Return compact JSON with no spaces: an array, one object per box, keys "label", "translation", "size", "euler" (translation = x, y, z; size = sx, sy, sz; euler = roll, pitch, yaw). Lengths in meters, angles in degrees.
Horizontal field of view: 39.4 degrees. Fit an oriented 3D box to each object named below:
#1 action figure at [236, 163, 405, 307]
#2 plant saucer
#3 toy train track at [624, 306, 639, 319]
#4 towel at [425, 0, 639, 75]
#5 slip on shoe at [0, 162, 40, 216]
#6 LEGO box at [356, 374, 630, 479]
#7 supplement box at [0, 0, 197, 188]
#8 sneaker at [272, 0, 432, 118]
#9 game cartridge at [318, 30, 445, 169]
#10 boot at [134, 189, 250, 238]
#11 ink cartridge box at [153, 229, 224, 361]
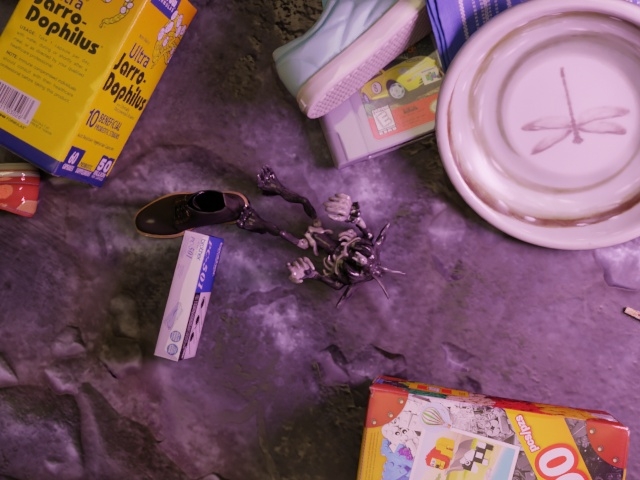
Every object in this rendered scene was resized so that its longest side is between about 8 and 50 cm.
[{"label":"action figure","translation":[0.000,0.000,1.423],"size":[0.276,0.141,0.164],"euler":[30,90,12]},{"label":"plant saucer","translation":[0.377,-0.181,1.345],"size":[0.401,0.100,0.400],"euler":[9,121,16]},{"label":"toy train track","translation":[0.519,0.125,1.402],"size":[0.083,0.014,0.048],"euler":[25,98,15]},{"label":"towel","translation":[0.324,-0.358,1.318],"size":[0.336,0.243,0.040],"euler":[-21,44,2]},{"label":"slip on shoe","translation":[-0.643,-0.068,1.536],"size":[0.331,0.123,0.101],"euler":[-6,90,3]},{"label":"LEGO box","translation":[0.228,0.482,1.336],"size":[0.373,0.193,0.500],"euler":[7,88,8]},{"label":"supplement box","translation":[-0.390,-0.292,1.465],"size":[0.195,0.194,0.356],"euler":[29,92,9]},{"label":"sneaker","translation":[0.079,-0.358,1.381],"size":[0.366,0.135,0.150],"euler":[-38,80,1]},{"label":"game cartridge","translation":[0.131,-0.255,1.459],"size":[0.294,0.060,0.196],"euler":[-20,81,7]},{"label":"boot","translation":[-0.226,-0.053,1.458],"size":[0.198,0.137,0.076],"euler":[-13,85,8]},{"label":"ink cartridge box","translation":[-0.214,0.090,1.470],"size":[0.046,0.097,0.207],"euler":[14,90,9]}]
